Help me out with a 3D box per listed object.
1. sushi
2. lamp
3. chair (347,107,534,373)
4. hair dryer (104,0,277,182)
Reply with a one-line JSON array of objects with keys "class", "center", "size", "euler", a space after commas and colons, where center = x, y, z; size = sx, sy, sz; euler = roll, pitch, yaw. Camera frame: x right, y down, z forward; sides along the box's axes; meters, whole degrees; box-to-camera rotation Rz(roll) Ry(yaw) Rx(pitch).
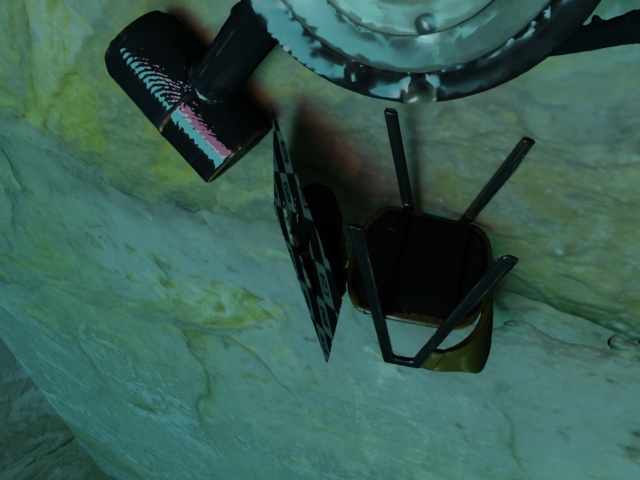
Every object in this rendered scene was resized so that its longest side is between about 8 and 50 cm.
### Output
[{"class": "sushi", "center": [0.000, 0.000, 0.781], "size": [0.220, 0.047, 0.231], "euler": [97, 156, -64]}, {"class": "lamp", "center": [0.052, -0.212, 0.391], "size": [0.374, 0.272, 0.205], "euler": [26, 127, 18]}, {"class": "chair", "center": [0.115, 0.025, 0.683], "size": [0.172, 0.159, 0.247], "euler": [14, 141, 7]}, {"class": "hair dryer", "center": [-0.087, -0.221, 0.695], "size": [0.189, 0.107, 0.352], "euler": [47, 136, -5]}]
